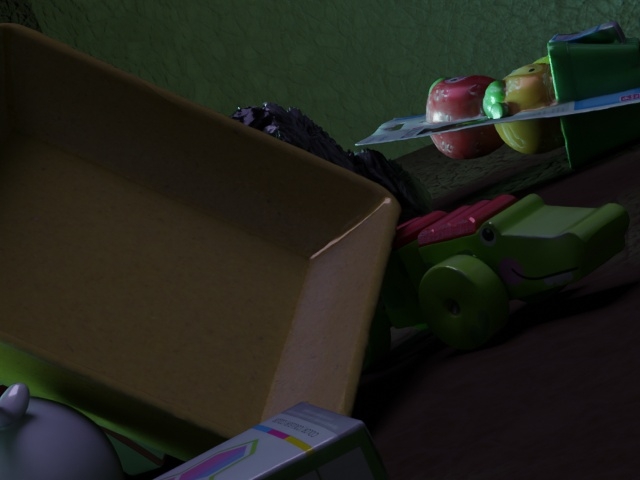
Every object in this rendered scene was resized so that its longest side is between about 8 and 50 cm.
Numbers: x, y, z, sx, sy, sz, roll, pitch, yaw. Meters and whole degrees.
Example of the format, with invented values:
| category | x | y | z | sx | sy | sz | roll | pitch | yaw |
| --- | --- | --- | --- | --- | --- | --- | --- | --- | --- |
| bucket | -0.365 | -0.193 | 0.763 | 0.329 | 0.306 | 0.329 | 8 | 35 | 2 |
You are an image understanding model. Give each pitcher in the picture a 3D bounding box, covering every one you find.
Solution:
| category | x | y | z | sx | sy | sz | roll | pitch | yaw |
| --- | --- | --- | --- | --- | --- | --- | --- | --- | --- |
| pitcher | -0.181 | 0.138 | 0.871 | 0.126 | 0.177 | 0.207 | 12 | 15 | 11 |

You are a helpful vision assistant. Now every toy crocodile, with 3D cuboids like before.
| category | x | y | z | sx | sy | sz | roll | pitch | yaw |
| --- | --- | --- | --- | --- | --- | --- | --- | --- | --- |
| toy crocodile | 0.083 | 0.023 | 1.199 | 0.115 | 0.105 | 0.341 | -28 | 7 | -38 |

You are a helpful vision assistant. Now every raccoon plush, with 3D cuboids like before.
| category | x | y | z | sx | sy | sz | roll | pitch | yaw |
| --- | --- | --- | --- | --- | --- | --- | --- | --- | --- |
| raccoon plush | -0.059 | 0.036 | 1.818 | 0.299 | 0.216 | 0.446 | -37 | -29 | 20 |

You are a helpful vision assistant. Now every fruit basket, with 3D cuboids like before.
| category | x | y | z | sx | sy | sz | roll | pitch | yaw |
| --- | --- | --- | --- | --- | --- | --- | --- | --- | --- |
| fruit basket | 0.239 | -0.178 | 2.015 | 0.353 | 0.165 | 0.327 | -3 | 9 | 13 |

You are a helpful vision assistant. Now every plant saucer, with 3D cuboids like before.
| category | x | y | z | sx | sy | sz | roll | pitch | yaw |
| --- | --- | --- | --- | --- | --- | --- | --- | --- | --- |
| plant saucer | -0.129 | 0.015 | 1.073 | 0.332 | 0.333 | 0.081 | -72 | 7 | -56 |

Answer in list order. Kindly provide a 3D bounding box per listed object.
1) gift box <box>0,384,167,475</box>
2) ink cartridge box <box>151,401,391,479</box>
| category | x | y | z | sx | sy | sz | roll | pitch | yaw |
| --- | --- | --- | --- | --- | --- | --- | --- | --- | --- |
| gift box | -0.207 | 0.049 | 1.291 | 0.258 | 0.276 | 0.255 | -23 | 44 | 48 |
| ink cartridge box | -0.072 | 0.154 | 0.778 | 0.209 | 0.062 | 0.109 | -26 | 6 | -14 |
